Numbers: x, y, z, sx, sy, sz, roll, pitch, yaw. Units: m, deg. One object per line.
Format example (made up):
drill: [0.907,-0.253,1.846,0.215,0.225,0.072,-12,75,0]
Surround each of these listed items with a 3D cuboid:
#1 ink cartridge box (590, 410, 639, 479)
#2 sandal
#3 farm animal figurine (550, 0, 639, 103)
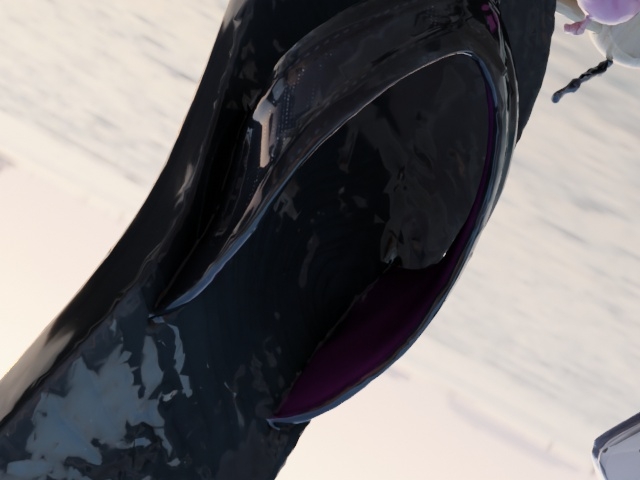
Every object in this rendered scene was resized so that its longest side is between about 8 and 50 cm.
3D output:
ink cartridge box: [0.203,0.173,0.688,0.158,0.092,0.218,62,-179,35]
sandal: [0.001,0.002,0.680,0.167,0.445,0.107,38,166,-34]
farm animal figurine: [0.277,-0.243,0.899,0.172,0.326,0.330,29,162,-7]
